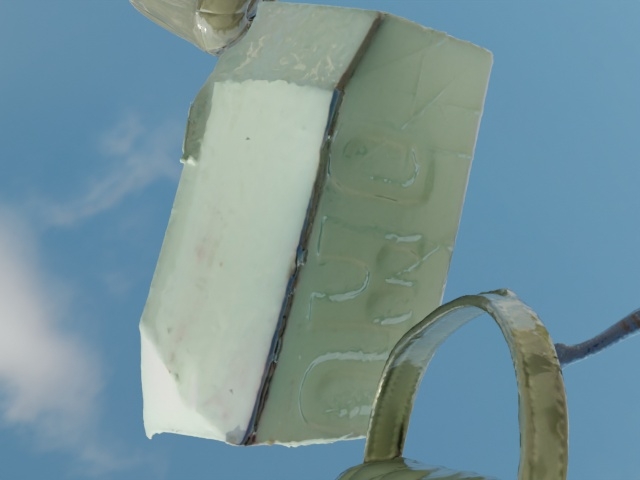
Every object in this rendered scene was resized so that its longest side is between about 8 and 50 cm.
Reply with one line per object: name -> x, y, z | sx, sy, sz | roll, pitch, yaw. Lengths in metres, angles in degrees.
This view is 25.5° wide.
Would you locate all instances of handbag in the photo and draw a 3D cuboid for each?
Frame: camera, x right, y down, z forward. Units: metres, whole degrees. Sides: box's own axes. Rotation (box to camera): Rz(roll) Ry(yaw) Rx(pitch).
handbag -> 0.037, 0.128, 0.520 | 0.079, 0.256, 0.219 | 7, -96, -9

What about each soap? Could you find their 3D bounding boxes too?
soap -> 0.000, 0.000, 0.726 | 0.145, 0.091, 0.230 | 8, -86, -49

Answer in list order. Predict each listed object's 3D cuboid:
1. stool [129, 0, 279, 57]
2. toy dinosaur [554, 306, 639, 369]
stool -> -0.090, -0.196, 1.068 | 0.110, 0.096, 0.096 | 28, -136, 25
toy dinosaur -> 0.330, 0.048, 1.058 | 0.329, 0.076, 0.144 | 4, -129, 14
